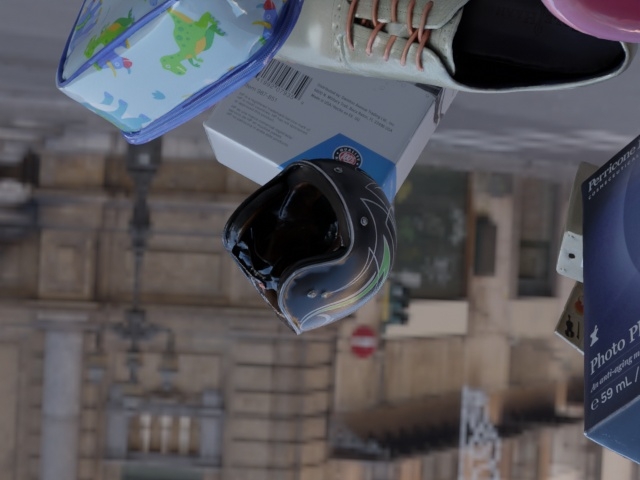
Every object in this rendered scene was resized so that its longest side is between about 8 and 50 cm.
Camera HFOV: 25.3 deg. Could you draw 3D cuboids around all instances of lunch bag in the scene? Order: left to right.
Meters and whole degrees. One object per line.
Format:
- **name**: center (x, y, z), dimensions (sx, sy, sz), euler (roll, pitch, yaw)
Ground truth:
- **lunch bag**: center (-0.079, -0.177, 0.913), dimensions (0.090, 0.219, 0.176), euler (37, 136, -29)

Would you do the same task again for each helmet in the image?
- **helmet**: center (0.000, 0.000, 1.464), dimensions (0.161, 0.169, 0.169), euler (-39, -173, -7)

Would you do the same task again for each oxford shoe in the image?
- **oxford shoe**: center (0.071, -0.197, 1.189), dimensions (0.397, 0.140, 0.146), euler (3, -159, 5)

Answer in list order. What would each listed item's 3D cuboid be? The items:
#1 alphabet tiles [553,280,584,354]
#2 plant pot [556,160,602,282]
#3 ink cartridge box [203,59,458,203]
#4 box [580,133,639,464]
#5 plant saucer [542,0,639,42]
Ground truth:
- **alphabet tiles**: center (0.424, 0.146, 1.922), dimensions (0.237, 0.198, 0.009), euler (37, 149, -11)
- **plant pot**: center (0.321, -0.006, 1.620), dimensions (0.109, 0.109, 0.096), euler (21, -130, 16)
- **ink cartridge box**: center (0.037, -0.191, 1.721), dimensions (0.223, 0.307, 0.129), euler (29, 167, 11)
- **box**: center (0.369, 0.011, 1.169), dimensions (0.183, 0.294, 0.296), euler (28, 134, -18)
- **plant saucer**: center (0.279, -0.240, 0.865), dimensions (0.332, 0.084, 0.332), euler (-12, 158, -5)
